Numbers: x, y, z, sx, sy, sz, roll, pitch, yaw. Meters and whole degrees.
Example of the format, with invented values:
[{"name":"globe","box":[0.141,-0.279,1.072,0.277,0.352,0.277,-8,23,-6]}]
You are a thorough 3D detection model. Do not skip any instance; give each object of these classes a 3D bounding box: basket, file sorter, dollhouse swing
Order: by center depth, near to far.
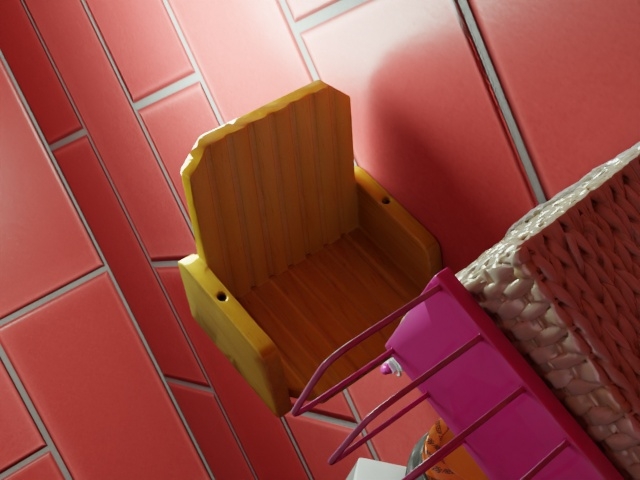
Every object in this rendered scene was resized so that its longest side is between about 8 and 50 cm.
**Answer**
[{"name":"file sorter","box":[0.131,0.223,1.028,0.291,0.182,0.202,52,153,15]},{"name":"basket","box":[0.312,0.114,1.106,0.328,0.266,0.331,57,155,5]},{"name":"dollhouse swing","box":[0.000,0.000,1.434,0.315,0.347,0.305,46,149,26]}]

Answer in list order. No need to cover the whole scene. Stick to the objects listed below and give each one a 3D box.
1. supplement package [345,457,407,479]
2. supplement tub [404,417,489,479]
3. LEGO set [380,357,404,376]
[{"name":"supplement package","box":[0.111,0.564,1.920,0.149,0.194,0.203,13,146,-4]},{"name":"supplement tub","box":[0.235,0.439,1.616,0.207,0.207,0.338,42,149,31]},{"name":"LEGO set","box":[0.068,0.111,1.690,0.287,0.107,0.132,57,153,5]}]
